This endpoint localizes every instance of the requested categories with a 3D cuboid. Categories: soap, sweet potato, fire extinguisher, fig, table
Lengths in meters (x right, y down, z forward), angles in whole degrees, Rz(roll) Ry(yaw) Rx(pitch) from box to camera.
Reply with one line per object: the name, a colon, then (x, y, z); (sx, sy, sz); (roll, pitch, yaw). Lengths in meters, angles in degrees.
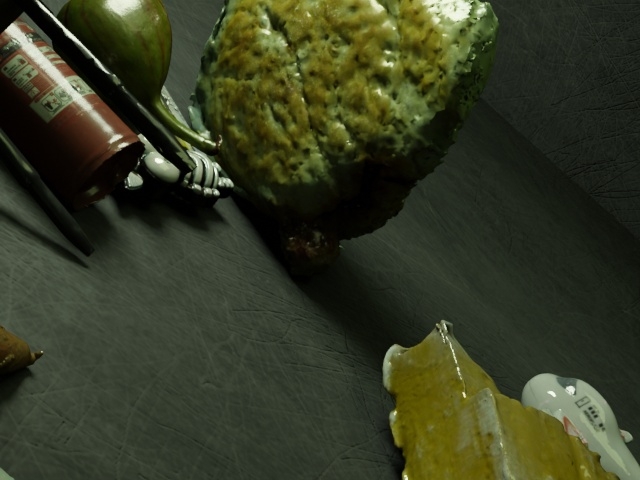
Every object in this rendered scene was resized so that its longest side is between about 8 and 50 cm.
soap: (0.246, 0.275, 1.351); (0.339, 0.169, 0.304); (29, 35, -34)
sweet potato: (-0.290, 0.077, 0.926); (0.206, 0.060, 0.068); (28, 41, -55)
fire extinguisher: (-0.325, -0.199, 1.258); (0.337, 0.147, 0.106); (46, 19, 5)
fig: (-0.229, -0.199, 1.477); (0.259, 0.151, 0.151); (60, 21, -4)
table: (-0.297, -0.085, 1.038); (0.249, 0.317, 0.317); (57, 21, -2)

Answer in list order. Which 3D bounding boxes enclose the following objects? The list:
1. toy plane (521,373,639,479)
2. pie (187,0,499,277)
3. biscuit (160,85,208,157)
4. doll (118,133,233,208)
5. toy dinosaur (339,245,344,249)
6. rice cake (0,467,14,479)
toy plane: (0.378, 0.286, 1.637); (0.252, 0.118, 0.252); (36, 19, -15)
pie: (0.026, -0.209, 1.530); (0.180, 0.418, 0.395); (2, 44, -52)
biscuit: (-0.208, -0.182, 1.602); (0.048, 0.026, 0.292); (21, 31, -52)
doll: (-0.182, -0.082, 1.405); (0.219, 0.067, 0.091); (3, 46, -57)
toy dinosaur: (0.000, 0.000, 1.635); (0.083, 0.021, 0.062); (34, 30, -12)
rice cake: (-0.289, 0.143, 0.796); (0.211, 0.038, 0.124); (40, 5, -9)
